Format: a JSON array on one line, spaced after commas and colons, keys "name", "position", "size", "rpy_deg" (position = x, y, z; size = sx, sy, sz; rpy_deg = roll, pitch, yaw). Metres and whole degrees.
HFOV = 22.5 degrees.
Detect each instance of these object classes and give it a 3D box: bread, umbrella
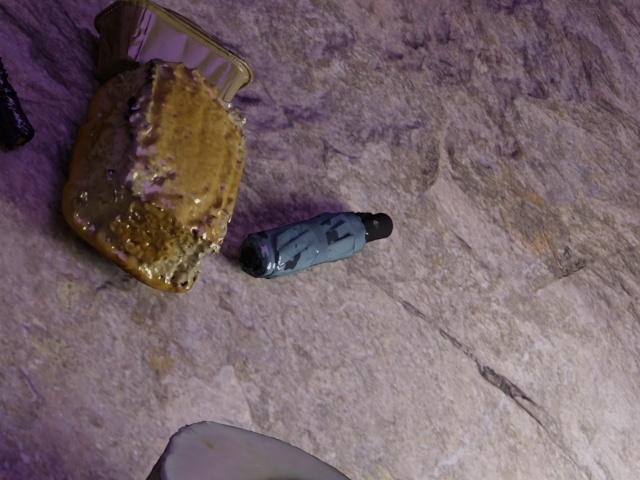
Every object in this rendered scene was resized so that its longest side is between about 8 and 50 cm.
[{"name": "bread", "position": [-0.160, -0.072, 1.611], "size": [0.174, 0.121, 0.246], "rpy_deg": [40, 34, -28]}, {"name": "umbrella", "position": [0.002, 0.000, 1.780], "size": [0.053, 0.052, 0.250], "rpy_deg": [33, 27, 30]}, {"name": "umbrella", "position": [-0.320, -0.156, 1.577], "size": [0.037, 0.040, 0.144], "rpy_deg": [-4, 65, -58]}]

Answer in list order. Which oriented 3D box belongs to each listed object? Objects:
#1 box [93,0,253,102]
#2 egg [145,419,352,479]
[{"name": "box", "position": [-0.162, -0.194, 1.736], "size": [0.177, 0.111, 0.111], "rpy_deg": [30, 40, -28]}, {"name": "egg", "position": [-0.047, 0.317, 1.323], "size": [0.337, 0.201, 0.337], "rpy_deg": [34, 12, -9]}]
